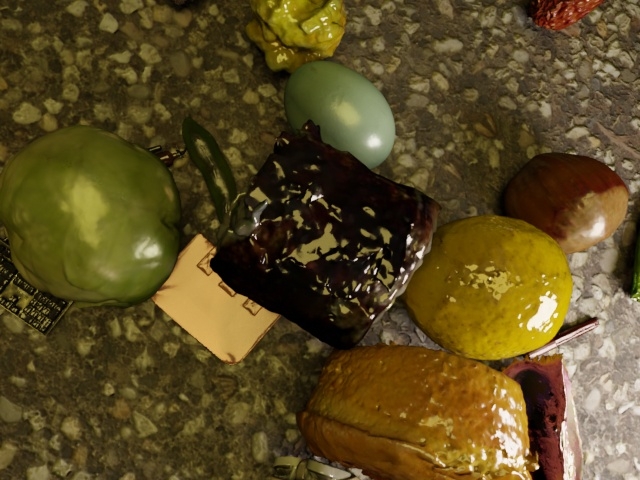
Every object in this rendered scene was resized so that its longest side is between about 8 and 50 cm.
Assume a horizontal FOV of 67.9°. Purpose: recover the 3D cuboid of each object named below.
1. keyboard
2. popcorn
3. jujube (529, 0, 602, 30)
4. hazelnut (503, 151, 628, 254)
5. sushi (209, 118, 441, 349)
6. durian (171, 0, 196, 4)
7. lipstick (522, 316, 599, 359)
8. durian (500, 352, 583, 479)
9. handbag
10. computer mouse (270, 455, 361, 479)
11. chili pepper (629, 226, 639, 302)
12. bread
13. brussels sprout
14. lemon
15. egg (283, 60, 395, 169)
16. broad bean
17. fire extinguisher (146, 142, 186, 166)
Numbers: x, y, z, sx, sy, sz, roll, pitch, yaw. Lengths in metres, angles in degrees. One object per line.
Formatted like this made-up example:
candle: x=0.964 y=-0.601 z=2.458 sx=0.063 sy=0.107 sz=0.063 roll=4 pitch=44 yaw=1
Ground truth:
keyboard: x=-0.584 y=0.038 z=0.839 sx=0.317 sy=0.027 sz=0.106 roll=35 pitch=82 yaw=-2
popcorn: x=-0.044 y=-0.412 z=0.891 sx=0.198 sy=0.155 sz=0.197 roll=11 pitch=56 yaw=-17
jujube: x=0.504 y=-0.498 z=0.952 sx=0.112 sy=0.176 sz=0.109 roll=-29 pitch=92 yaw=-15
hazelnut: x=0.463 y=-0.076 z=0.900 sx=0.210 sy=0.186 sz=0.210 roll=0 pitch=100 yaw=2
sushi: x=-0.002 y=-0.001 z=0.773 sx=0.294 sy=0.281 sz=0.299 roll=34 pitch=55 yaw=-9
durian: x=-0.261 y=-0.486 z=0.906 sx=0.080 sy=0.080 sz=0.091 roll=-12 pitch=42 yaw=-8
lipstick: x=0.484 y=0.195 z=0.953 sx=0.177 sy=0.027 sz=0.027 roll=-21 pitch=87 yaw=-10
durian: x=0.420 y=0.347 z=0.881 sx=0.187 sy=0.154 sz=0.260 roll=20 pitch=75 yaw=-27
handbag: x=-0.184 y=0.105 z=0.864 sx=0.212 sy=0.059 sz=0.157 roll=41 pitch=82 yaw=-3
computer mouse: x=0.017 y=0.435 z=0.796 sx=0.236 sy=0.145 sz=0.082 roll=56 pitch=41 yaw=-26
chili pepper: x=0.705 y=-0.045 z=0.980 sx=0.085 sy=0.076 sz=0.358 roll=21 pitch=85 yaw=-32
bread: x=0.144 y=0.283 z=0.751 sx=0.337 sy=0.358 sz=0.204 roll=26 pitch=65 yaw=-10
brussels sprout: x=-0.362 y=-0.043 z=0.762 sx=0.317 sy=0.243 sz=0.273 roll=26 pitch=114 yaw=20
lemon: x=0.278 y=0.078 z=0.829 sx=0.311 sy=0.253 sz=0.253 roll=3 pitch=84 yaw=-3
egg: x=0.033 y=-0.225 z=0.869 sx=0.231 sy=0.168 sz=0.168 roll=44 pitch=81 yaw=1
broad bean: x=-0.198 y=-0.121 z=0.892 sx=0.065 sy=0.046 sz=0.254 roll=-21 pitch=88 yaw=-9
fire extinguisher: x=-0.333 y=-0.145 z=0.889 sx=0.173 sy=0.035 sz=0.049 roll=-21 pitch=49 yaw=-8
